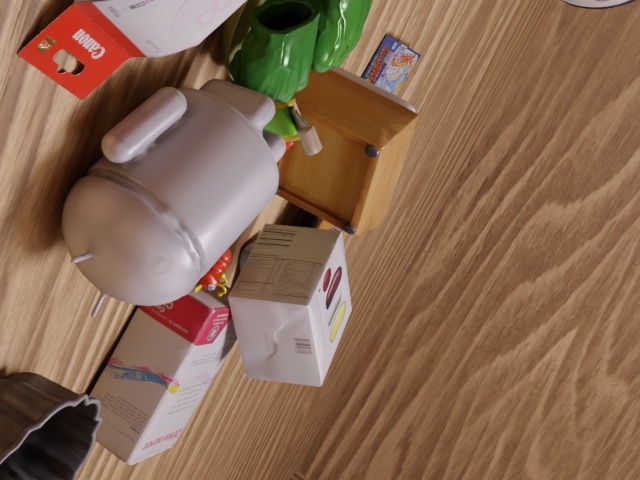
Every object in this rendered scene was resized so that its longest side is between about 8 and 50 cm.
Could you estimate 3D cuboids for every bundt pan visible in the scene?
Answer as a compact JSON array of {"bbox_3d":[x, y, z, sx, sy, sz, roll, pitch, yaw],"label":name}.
[{"bbox_3d":[-0.455,0.319,1.639,0.331,0.124,0.331,-51,165,-19],"label":"bundt pan"}]

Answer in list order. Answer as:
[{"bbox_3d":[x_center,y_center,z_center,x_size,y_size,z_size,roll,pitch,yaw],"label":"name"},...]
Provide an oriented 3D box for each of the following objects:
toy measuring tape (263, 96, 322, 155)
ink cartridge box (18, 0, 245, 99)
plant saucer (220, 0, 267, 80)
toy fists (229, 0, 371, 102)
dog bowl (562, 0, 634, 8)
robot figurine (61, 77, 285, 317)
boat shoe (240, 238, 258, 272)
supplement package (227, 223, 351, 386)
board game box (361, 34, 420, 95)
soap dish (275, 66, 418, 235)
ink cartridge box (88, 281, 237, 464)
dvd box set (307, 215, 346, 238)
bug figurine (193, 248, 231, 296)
[{"bbox_3d":[-0.079,-0.163,1.727,0.121,0.121,0.330,-59,-162,11],"label":"toy measuring tape"},{"bbox_3d":[-0.196,-0.241,1.301,0.232,0.066,0.189,-47,166,1],"label":"ink cartridge box"},{"bbox_3d":[-0.072,-0.337,1.673,0.241,0.037,0.241,-53,166,-19],"label":"plant saucer"},{"bbox_3d":[-0.025,-0.291,1.672,0.279,0.096,0.142,-42,153,-43],"label":"toy fists"},{"bbox_3d":[0.547,-0.680,2.370,0.150,0.408,0.408,0,124,-53],"label":"dog bowl"},{"bbox_3d":[-0.193,-0.057,1.534,0.353,0.199,0.300,-50,142,-28],"label":"robot figurine"},{"bbox_3d":[-0.123,0.083,2.359,0.076,0.083,0.226,-43,160,-41],"label":"boat shoe"},{"bbox_3d":[-0.048,0.111,2.071,0.203,0.149,0.194,-66,155,-47],"label":"supplement package"},{"bbox_3d":[0.136,-0.340,2.406,0.136,0.035,0.201,-59,167,11],"label":"board game box"},{"bbox_3d":[0.026,-0.152,2.018,0.118,0.229,0.291,-54,168,-36],"label":"soap dish"},{"bbox_3d":[-0.266,0.213,2.048,0.306,0.131,0.226,-58,167,7],"label":"ink cartridge box"},{"bbox_3d":[0.000,0.000,2.476,0.420,0.062,0.307,-60,-176,9],"label":"dvd box set"},{"bbox_3d":[-0.150,-0.044,1.909,0.279,0.072,0.216,101,11,-58],"label":"bug figurine"}]
